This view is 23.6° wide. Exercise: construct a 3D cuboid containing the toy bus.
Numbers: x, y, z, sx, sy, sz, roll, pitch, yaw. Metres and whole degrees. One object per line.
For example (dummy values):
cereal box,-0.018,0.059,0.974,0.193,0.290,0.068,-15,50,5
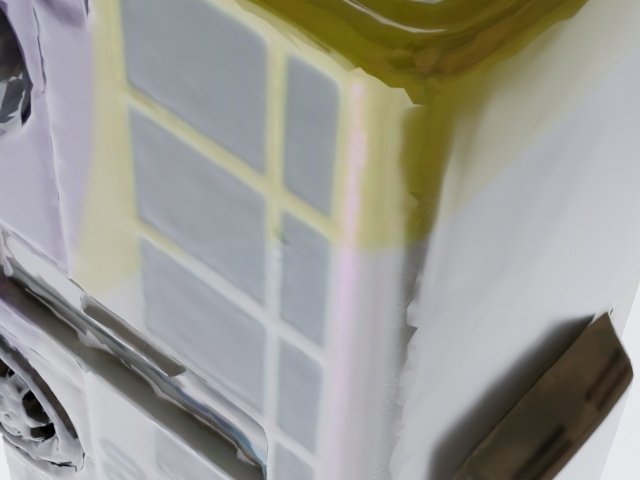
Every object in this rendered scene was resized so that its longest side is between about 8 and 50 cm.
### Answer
toy bus,0.000,0.000,0.582,0.249,0.440,0.209,34,-125,23
